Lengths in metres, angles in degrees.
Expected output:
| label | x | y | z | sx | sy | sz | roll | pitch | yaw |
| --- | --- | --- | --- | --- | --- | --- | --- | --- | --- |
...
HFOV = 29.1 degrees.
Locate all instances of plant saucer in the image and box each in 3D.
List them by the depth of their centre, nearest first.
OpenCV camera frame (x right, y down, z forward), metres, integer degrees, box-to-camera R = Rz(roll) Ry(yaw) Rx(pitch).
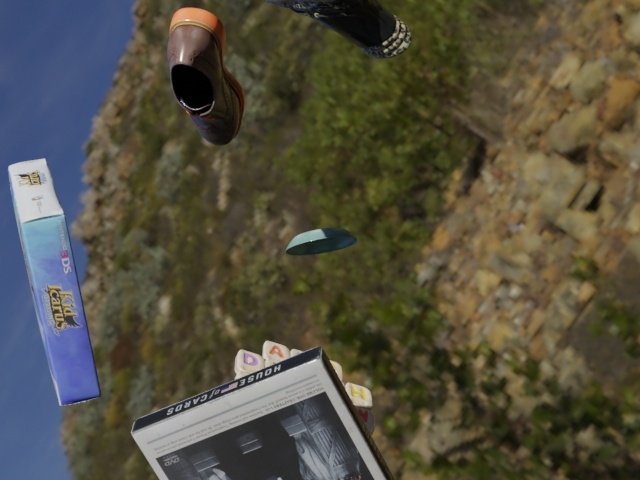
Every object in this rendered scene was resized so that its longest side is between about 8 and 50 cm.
| label | x | y | z | sx | sy | sz | roll | pitch | yaw |
| --- | --- | --- | --- | --- | --- | --- | --- | --- | --- |
| plant saucer | 0.000 | 0.000 | 2.011 | 0.119 | 0.021 | 0.119 | -9 | -12 | -2 |

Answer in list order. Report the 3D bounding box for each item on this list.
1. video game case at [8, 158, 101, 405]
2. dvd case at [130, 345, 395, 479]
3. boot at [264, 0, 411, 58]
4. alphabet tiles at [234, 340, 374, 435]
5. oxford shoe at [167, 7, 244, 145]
| label | x | y | z | sx | sy | sz | roll | pitch | yaw |
| --- | --- | --- | --- | --- | --- | --- | --- | --- | --- |
| video game case | -0.368 | 0.052 | 1.691 | 0.061 | 0.244 | 0.269 | -13 | -67 | -15 |
| dvd case | -0.027 | 0.221 | 1.059 | 0.179 | 0.238 | 0.029 | -23 | 20 | 12 |
| boot | 0.015 | -0.349 | 1.868 | 0.179 | 0.236 | 0.085 | 36 | -100 | -35 |
| alphabet tiles | -0.030 | 0.295 | 2.382 | 0.278 | 0.284 | 0.021 | -92 | 23 | -60 |
| oxford shoe | -0.170 | -0.203 | 1.728 | 0.271 | 0.097 | 0.098 | 75 | -158 | -58 |
